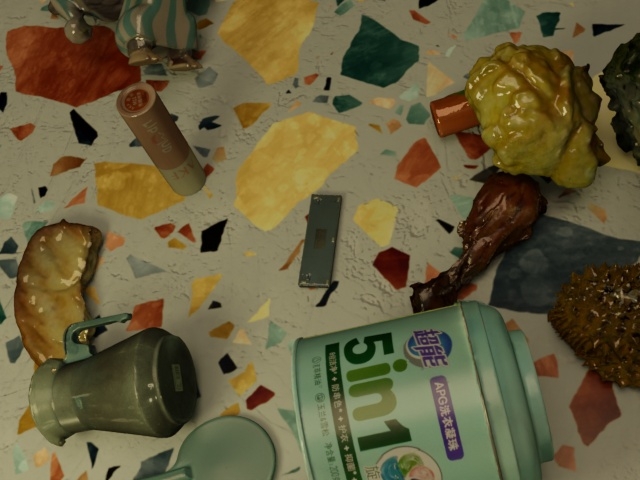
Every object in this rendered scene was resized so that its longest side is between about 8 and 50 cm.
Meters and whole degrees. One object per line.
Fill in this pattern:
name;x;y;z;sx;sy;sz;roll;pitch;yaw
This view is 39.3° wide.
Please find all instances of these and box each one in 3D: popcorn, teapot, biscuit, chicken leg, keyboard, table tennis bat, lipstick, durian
popcorn;0.351;-0.202;1.413;0.266;0.233;0.192;47;119;5
teapot;-0.326;0.219;1.408;0.225;0.171;0.203;-12;73;14
biscuit;-0.462;0.102;1.571;0.154;0.045;0.299;-9;62;9
chicken leg;0.251;0.013;1.426;0.113;0.093;0.304;35;79;15
keyboard;0.000;0.000;1.530;0.055;0.014;0.176;1;63;13
table tennis bat;-0.187;0.356;1.376;0.244;0.040;0.153;-18;59;0
lipstick;-0.270;-0.168;1.545;0.070;0.254;0.070;-6;62;10
durian;0.466;0.111;1.296;0.249;0.138;0.183;-3;53;5

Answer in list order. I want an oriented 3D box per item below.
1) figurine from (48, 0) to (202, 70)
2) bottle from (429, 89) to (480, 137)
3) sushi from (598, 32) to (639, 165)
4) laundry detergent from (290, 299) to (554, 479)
figurine;-0.420;-0.492;1.825;0.377;0.266;0.362;-9;85;45
bottle;0.286;-0.237;1.556;0.187;0.069;0.069;-17;60;2
sushi;0.577;-0.162;1.315;0.178;0.294;0.352;-33;58;-2
laundry detergent;0.143;0.238;1.213;0.305;0.287;0.287;-14;60;7
